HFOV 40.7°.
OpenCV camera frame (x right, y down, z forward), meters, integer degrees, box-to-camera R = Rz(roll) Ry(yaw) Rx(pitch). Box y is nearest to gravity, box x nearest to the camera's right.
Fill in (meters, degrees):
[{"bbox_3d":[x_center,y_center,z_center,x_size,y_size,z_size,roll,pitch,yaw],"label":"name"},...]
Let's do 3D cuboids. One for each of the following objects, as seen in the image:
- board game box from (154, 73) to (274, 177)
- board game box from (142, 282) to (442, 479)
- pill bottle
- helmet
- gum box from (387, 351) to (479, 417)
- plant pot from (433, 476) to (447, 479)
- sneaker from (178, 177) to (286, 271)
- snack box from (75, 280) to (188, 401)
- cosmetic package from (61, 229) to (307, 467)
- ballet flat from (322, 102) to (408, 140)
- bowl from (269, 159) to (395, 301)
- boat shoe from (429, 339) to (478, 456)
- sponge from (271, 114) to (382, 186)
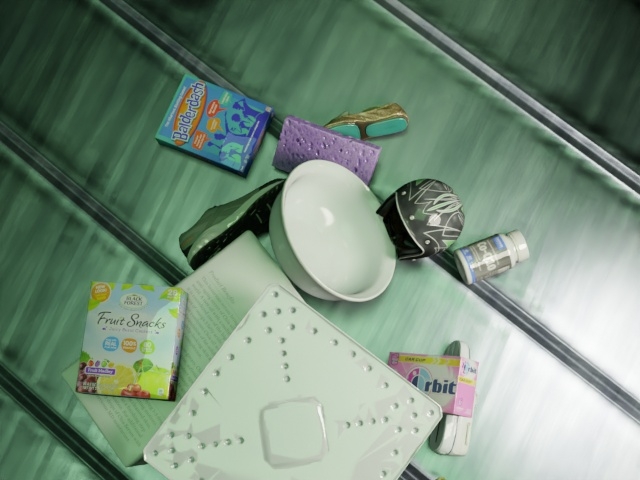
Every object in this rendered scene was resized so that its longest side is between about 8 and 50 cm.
[{"bbox_3d":[-0.226,-0.247,1.853,0.210,0.047,0.160,21,80,7],"label":"board game box"},{"bbox_3d":[-0.048,0.342,1.546,0.390,0.050,0.390,37,85,1],"label":"board game box"},{"bbox_3d":[0.348,0.031,1.755,0.137,0.078,0.078,-21,78,-2],"label":"pill bottle"},{"bbox_3d":[0.205,-0.045,1.712,0.169,0.161,0.169,13,63,-26],"label":"helmet"},{"bbox_3d":[0.207,0.277,1.671,0.188,0.062,0.107,-3,72,45],"label":"gum box"},{"bbox_3d":[0.131,0.611,1.570,0.293,0.275,0.275,-22,78,11],"label":"plant pot"},{"bbox_3d":[-0.178,-0.050,1.787,0.271,0.100,0.108,-36,51,-12],"label":"sneaker"},{"bbox_3d":[-0.346,0.186,1.593,0.174,0.070,0.207,3,75,5],"label":"snack box"},{"bbox_3d":[-0.244,0.215,1.699,0.453,0.161,0.230,-37,78,-5],"label":"cosmetic package"},{"bbox_3d":[0.083,-0.248,1.840,0.206,0.073,0.067,-10,51,-2],"label":"ballet flat"},{"bbox_3d":[0.000,0.000,1.717,0.134,0.298,0.298,-30,74,41],"label":"bowl"},{"bbox_3d":[0.271,0.315,1.710,0.076,0.083,0.226,18,79,-22],"label":"boat shoe"},{"bbox_3d":[0.011,-0.175,1.804,0.210,0.031,0.117,21,118,7],"label":"sponge"}]
